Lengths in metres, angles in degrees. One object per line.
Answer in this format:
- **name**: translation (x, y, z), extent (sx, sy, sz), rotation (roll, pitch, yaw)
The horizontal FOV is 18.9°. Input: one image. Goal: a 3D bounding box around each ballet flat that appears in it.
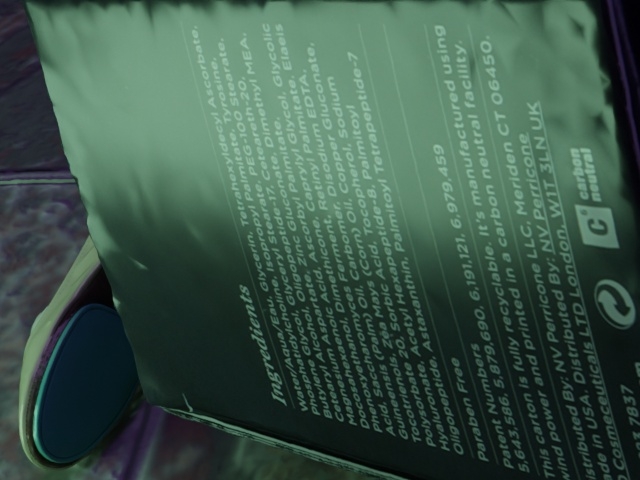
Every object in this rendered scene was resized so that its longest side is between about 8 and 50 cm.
- **ballet flat**: translation (-0.150, 0.043, 1.329), extent (0.086, 0.086, 0.248), rotation (16, 68, 30)

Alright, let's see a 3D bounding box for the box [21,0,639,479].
- **box**: translation (0.178, -0.088, 1.078), extent (0.480, 0.297, 0.471), rotation (-28, 21, -32)
